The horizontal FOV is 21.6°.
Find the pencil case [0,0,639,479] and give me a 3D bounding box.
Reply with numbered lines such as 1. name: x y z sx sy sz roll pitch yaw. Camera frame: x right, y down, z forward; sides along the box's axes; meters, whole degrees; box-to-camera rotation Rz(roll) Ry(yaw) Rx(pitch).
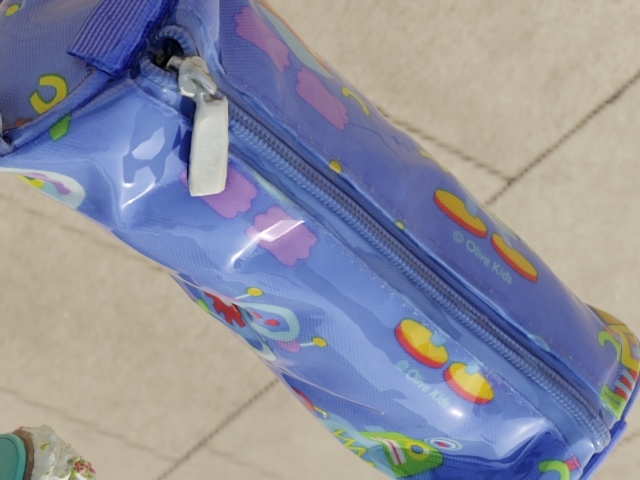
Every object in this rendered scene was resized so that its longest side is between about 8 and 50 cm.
1. pencil case: 0.000 0.000 0.638 0.306 0.119 0.133 41 171 -30

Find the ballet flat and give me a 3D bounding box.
1. ballet flat: -0.203 0.235 1.060 0.077 0.241 0.091 25 177 -41
